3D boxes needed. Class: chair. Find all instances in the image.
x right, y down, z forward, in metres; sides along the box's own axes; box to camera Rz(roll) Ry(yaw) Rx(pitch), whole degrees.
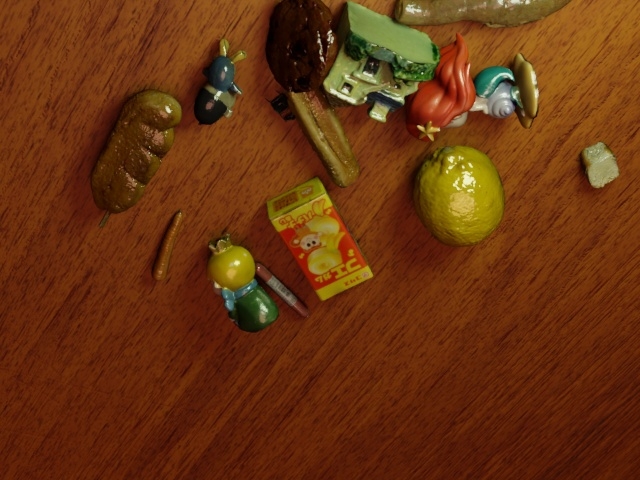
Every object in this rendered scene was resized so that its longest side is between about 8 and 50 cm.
[{"bbox_3d":[-0.082,-0.284,1.778,0.037,0.042,0.086,-33,159,13],"label":"chair"}]

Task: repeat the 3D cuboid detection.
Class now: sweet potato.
[{"bbox_3d":[0.344,-0.475,1.685,0.385,0.109,0.109,-12,125,-3],"label":"sweet potato"}]

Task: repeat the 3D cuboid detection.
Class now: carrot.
[{"bbox_3d":[-0.349,0.013,1.924,0.037,0.037,0.190,13,119,-18],"label":"carrot"}]

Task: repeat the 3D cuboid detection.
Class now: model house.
[{"bbox_3d":[0.111,-0.333,1.693,0.214,0.195,0.189,18,126,-18],"label":"model house"}]

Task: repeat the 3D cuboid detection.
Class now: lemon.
[{"bbox_3d":[0.307,-0.098,1.874,0.204,0.204,0.260,-19,125,3],"label":"lemon"}]

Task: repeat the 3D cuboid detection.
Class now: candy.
[{"bbox_3d":[0.000,0.000,1.949,0.146,0.088,0.276,-28,124,7],"label":"candy"}]

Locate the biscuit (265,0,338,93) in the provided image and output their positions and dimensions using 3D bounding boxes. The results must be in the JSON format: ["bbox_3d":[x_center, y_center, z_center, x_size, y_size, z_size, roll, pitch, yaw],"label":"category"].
[{"bbox_3d":[-0.042,-0.382,1.639,0.049,0.192,0.192,-11,133,-45],"label":"biscuit"}]

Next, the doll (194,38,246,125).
[{"bbox_3d":[-0.205,-0.311,1.708,0.102,0.089,0.179,34,105,16],"label":"doll"}]

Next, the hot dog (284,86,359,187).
[{"bbox_3d":[0.006,-0.233,1.803,0.083,0.068,0.289,-33,128,-5],"label":"hot dog"}]

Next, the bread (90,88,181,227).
[{"bbox_3d":[-0.395,-0.168,1.766,0.124,0.084,0.344,31,115,-3],"label":"bread"}]

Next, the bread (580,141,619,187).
[{"bbox_3d":[0.645,-0.175,1.962,0.077,0.070,0.083,-25,123,6],"label":"bread"}]

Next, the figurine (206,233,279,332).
[{"bbox_3d":[-0.198,0.101,1.973,0.127,0.185,0.234,-42,98,-15],"label":"figurine"}]

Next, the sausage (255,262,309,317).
[{"bbox_3d":[-0.095,0.122,2.047,0.029,0.029,0.223,-35,123,13],"label":"sausage"}]

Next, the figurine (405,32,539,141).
[{"bbox_3d":[0.305,-0.313,1.758,0.257,0.181,0.208,-8,164,-3],"label":"figurine"}]
